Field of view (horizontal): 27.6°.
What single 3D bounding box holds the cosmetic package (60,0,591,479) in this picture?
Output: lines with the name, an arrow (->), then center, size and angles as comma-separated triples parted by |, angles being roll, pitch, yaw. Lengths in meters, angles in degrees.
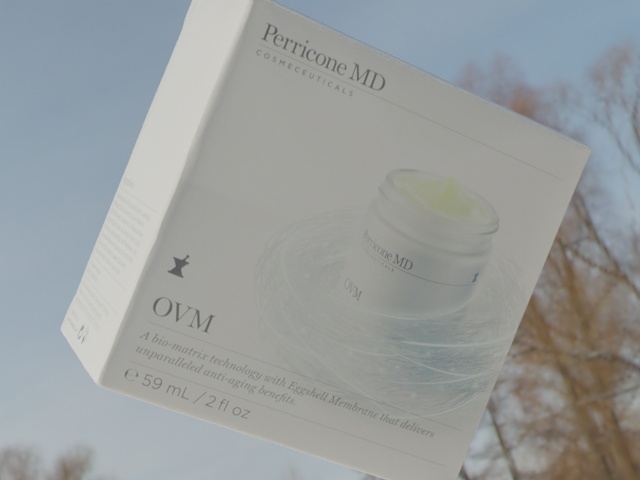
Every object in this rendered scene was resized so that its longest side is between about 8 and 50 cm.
cosmetic package -> 0.000, 0.000, 0.765 | 0.224, 0.225, 0.138 | 21, 1, -22
